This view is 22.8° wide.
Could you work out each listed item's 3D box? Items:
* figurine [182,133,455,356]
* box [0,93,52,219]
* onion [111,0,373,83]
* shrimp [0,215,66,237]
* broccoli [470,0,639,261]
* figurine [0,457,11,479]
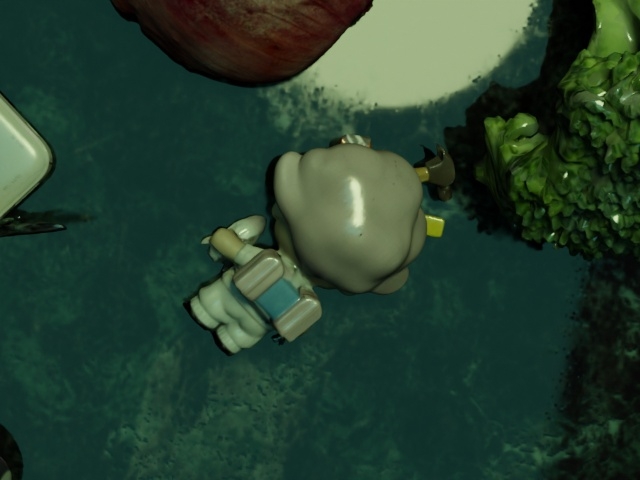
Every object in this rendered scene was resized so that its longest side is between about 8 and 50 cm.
[{"bbox_3d":[0.000,0.000,1.191,0.229,0.112,0.137,-38,100,8],"label":"figurine"},{"bbox_3d":[-0.342,-0.116,1.187,0.142,0.044,0.285,-43,95,0],"label":"box"},{"bbox_3d":[-0.076,-0.255,1.167,0.283,0.120,0.227,32,84,-5],"label":"onion"},{"bbox_3d":[-0.348,0.024,1.142,0.372,0.172,0.137,6,75,17],"label":"shrimp"},{"bbox_3d":[0.290,-0.120,1.163,0.375,0.302,0.249,-39,118,24],"label":"broccoli"},{"bbox_3d":[-0.292,0.257,1.162,0.145,0.145,0.222,14,92,-5],"label":"figurine"}]
